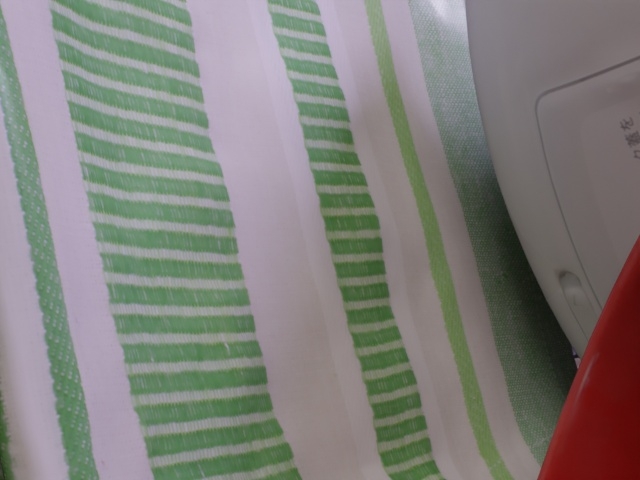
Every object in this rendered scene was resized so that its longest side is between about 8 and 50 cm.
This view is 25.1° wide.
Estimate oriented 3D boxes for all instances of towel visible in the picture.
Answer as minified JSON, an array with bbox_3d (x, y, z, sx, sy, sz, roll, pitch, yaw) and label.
[{"bbox_3d":[0.000,0.000,0.465,0.038,0.248,0.325,-18,-6,32],"label":"towel"}]

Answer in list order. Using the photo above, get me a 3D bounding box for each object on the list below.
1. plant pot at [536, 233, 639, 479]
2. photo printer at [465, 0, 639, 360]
[{"bbox_3d":[0.183,0.124,0.357,0.243,0.275,0.275,17,35,1],"label":"plant pot"},{"bbox_3d":[0.215,-0.037,0.497,0.307,0.256,0.107,-21,13,29],"label":"photo printer"}]
